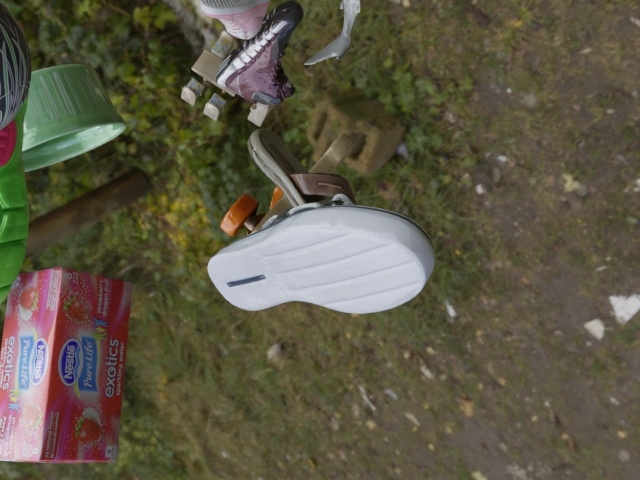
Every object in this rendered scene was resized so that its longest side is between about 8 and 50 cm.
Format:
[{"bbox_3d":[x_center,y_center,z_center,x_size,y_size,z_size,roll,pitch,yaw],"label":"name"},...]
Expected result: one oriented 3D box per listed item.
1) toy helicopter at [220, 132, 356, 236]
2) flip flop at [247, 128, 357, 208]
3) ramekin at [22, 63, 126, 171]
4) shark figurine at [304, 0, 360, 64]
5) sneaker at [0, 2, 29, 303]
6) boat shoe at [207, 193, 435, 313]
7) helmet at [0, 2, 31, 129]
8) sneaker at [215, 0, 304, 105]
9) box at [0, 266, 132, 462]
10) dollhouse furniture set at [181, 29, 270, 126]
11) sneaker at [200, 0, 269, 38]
[{"bbox_3d":[-0.048,-0.072,1.505,0.140,0.355,0.235,39,159,4],"label":"toy helicopter"},{"bbox_3d":[-0.002,-0.086,1.206,0.080,0.112,0.277,-45,77,19],"label":"flip flop"},{"bbox_3d":[-0.595,-0.265,1.666,0.303,0.304,0.148,-17,96,59],"label":"ramekin"},{"bbox_3d":[0.012,-0.424,1.197,0.116,0.166,0.278,21,144,31],"label":"shark figurine"},{"bbox_3d":[-0.502,-0.087,1.039,0.202,0.185,0.482,6,86,52],"label":"sneaker"},{"bbox_3d":[0.000,0.000,0.829,0.335,0.119,0.121,-6,125,50],"label":"boat shoe"},{"bbox_3d":[-0.399,-0.191,0.831,0.162,0.169,0.169,8,131,15],"label":"helmet"},{"bbox_3d":[-0.094,-0.401,1.701,0.163,0.106,0.281,36,135,-25],"label":"sneaker"},{"bbox_3d":[-0.358,0.176,1.062,0.123,0.128,0.256,-9,72,35],"label":"box"},{"bbox_3d":[-0.232,-0.443,2.113,0.242,0.212,0.161,32,163,-6],"label":"dollhouse furniture set"},{"bbox_3d":[-0.120,-0.310,1.068,0.051,0.134,0.070,32,126,17],"label":"sneaker"}]
